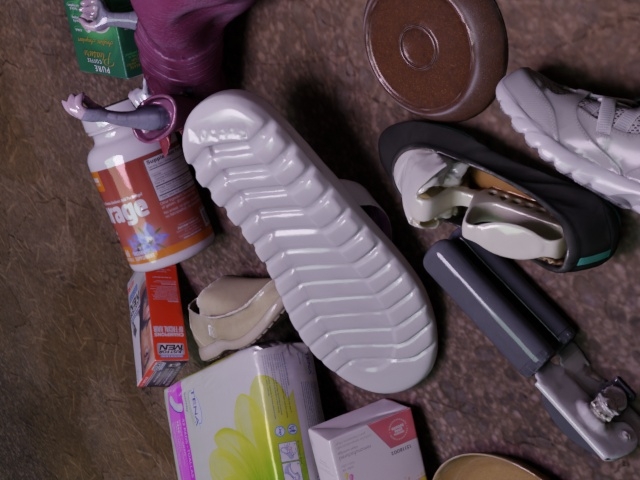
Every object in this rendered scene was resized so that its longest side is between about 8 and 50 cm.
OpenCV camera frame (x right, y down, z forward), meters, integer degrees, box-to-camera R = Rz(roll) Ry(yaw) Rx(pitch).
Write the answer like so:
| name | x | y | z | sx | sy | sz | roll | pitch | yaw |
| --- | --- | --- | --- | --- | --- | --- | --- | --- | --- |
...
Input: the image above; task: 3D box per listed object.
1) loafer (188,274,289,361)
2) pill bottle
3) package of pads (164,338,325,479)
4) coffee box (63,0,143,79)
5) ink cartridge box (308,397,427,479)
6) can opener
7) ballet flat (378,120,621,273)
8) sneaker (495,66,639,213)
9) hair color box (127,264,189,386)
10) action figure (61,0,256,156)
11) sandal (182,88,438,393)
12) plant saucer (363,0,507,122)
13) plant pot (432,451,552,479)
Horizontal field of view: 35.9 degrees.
| name | x | y | z | sx | sy | sz | roll | pitch | yaw |
| --- | --- | --- | --- | --- | --- | --- | --- | --- | --- |
| loafer | -0.108 | 0.087 | 1.281 | 0.092 | 0.102 | 0.268 | 56 | 143 | -1 |
| pill bottle | -0.230 | -0.077 | 1.290 | 0.121 | 0.121 | 0.216 | -6 | 109 | 48 |
| package of pads | -0.100 | 0.269 | 1.335 | 0.296 | 0.101 | 0.229 | -29 | 67 | 52 |
| coffee box | -0.284 | -0.304 | 1.267 | 0.113 | 0.040 | 0.184 | 14 | 123 | 41 |
| ink cartridge box | 0.069 | 0.306 | 1.194 | 0.067 | 0.115 | 0.198 | 8 | 114 | 65 |
| can opener | 0.207 | 0.109 | 0.983 | 0.280 | 0.074 | 0.093 | 50 | 141 | 11 |
| ballet flat | 0.145 | -0.044 | 0.935 | 0.280 | 0.096 | 0.095 | 24 | 130 | 36 |
| sneaker | 0.271 | -0.078 | 0.807 | 0.281 | 0.105 | 0.115 | 38 | 103 | 30 |
| hair color box | -0.235 | 0.115 | 1.410 | 0.093 | 0.053 | 0.167 | -52 | 43 | 49 |
| action figure | -0.150 | -0.241 | 1.105 | 0.370 | 0.276 | 0.248 | 94 | 169 | -56 |
| sandal | 0.013 | -0.004 | 1.098 | 0.169 | 0.102 | 0.416 | -18 | 117 | 32 |
| plant saucer | 0.100 | -0.188 | 0.945 | 0.168 | 0.029 | 0.168 | 26 | 130 | 35 |
| plant pot | 0.231 | 0.341 | 1.140 | 0.236 | 0.032 | 0.236 | 25 | 129 | 35 |
